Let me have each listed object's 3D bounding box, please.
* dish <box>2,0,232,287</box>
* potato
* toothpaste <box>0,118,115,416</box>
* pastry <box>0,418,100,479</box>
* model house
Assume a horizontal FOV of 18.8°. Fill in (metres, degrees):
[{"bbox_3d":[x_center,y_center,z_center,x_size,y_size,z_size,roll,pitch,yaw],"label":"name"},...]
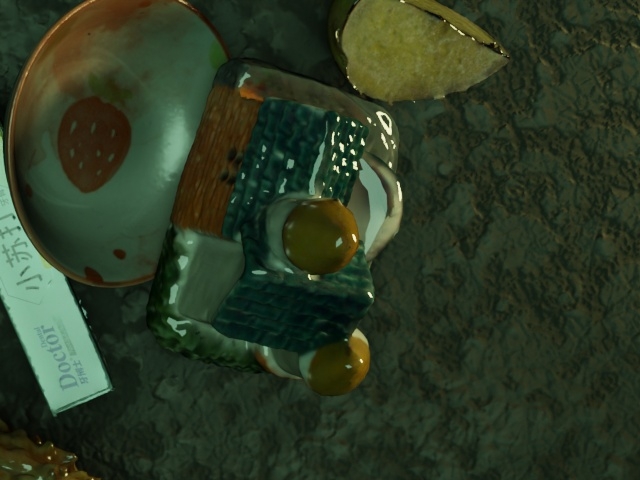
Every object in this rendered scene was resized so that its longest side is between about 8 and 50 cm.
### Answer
[{"bbox_3d":[-0.189,-0.094,1.685,0.260,0.085,0.260,-13,109,-42],"label":"dish"},{"bbox_3d":[0.071,-0.181,1.740,0.172,0.089,0.100,19,112,-33],"label":"potato"},{"bbox_3d":[-0.274,0.000,1.723,0.071,0.089,0.313,-23,96,-6],"label":"toothpaste"},{"bbox_3d":[-0.332,0.300,1.652,0.405,0.292,0.337,44,81,3],"label":"pastry"},{"bbox_3d":[0.000,0.000,1.613,0.190,0.301,0.271,18,91,-21],"label":"model house"}]
